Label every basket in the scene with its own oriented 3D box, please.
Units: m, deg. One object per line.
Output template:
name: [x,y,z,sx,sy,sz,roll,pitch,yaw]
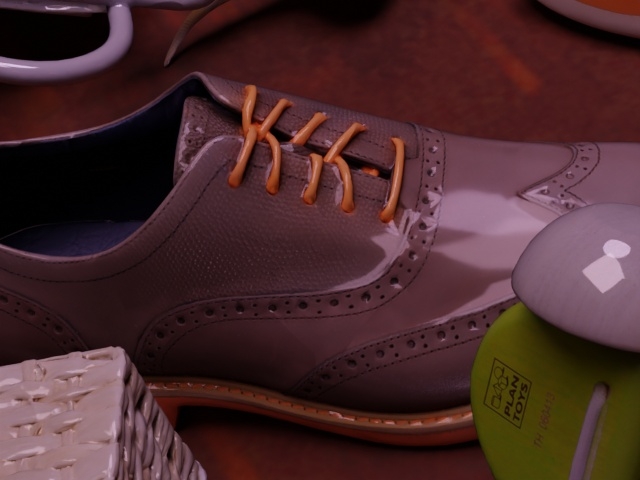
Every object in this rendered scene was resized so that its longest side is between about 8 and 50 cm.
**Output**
basket: [-0.135,0.121,0.756,0.167,0.103,0.113,-11,44,10]

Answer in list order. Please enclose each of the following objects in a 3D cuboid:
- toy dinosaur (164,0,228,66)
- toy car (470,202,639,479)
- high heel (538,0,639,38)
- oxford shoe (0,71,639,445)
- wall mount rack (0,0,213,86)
toy dinosaur: [-0.002,-0.153,1.007,0.183,0.053,0.092,-13,46,7]
toy car: [0.142,0.075,0.693,0.182,0.159,0.136,28,27,37]
high heel: [0.218,-0.149,0.929,0.244,0.082,0.117,-6,13,33]
oxford shoe: [0.000,0.000,0.802,0.364,0.133,0.130,-8,45,12]
wall mount rack: [-0.205,-0.222,1.011,0.304,0.130,0.350,5,34,-17]
